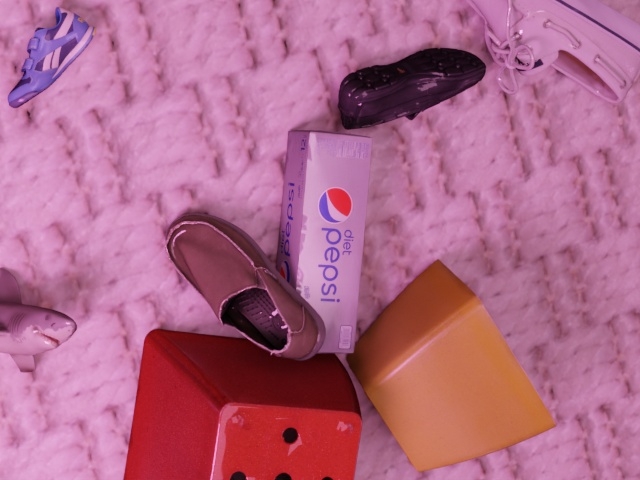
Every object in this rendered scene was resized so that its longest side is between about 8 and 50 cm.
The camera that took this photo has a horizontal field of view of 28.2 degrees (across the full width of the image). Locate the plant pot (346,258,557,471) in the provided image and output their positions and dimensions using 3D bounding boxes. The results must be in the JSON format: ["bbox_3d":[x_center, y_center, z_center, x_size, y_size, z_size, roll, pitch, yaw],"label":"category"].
[{"bbox_3d":[0.156,0.182,1.703,0.187,0.212,0.212,-33,106,0],"label":"plant pot"}]

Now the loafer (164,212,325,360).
[{"bbox_3d":[-0.102,0.055,1.595,0.251,0.087,0.094,38,104,14],"label":"loafer"}]

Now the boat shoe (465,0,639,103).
[{"bbox_3d":[0.288,-0.277,1.743,0.367,0.136,0.156,22,91,-30],"label":"boat shoe"}]

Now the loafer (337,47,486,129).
[{"bbox_3d":[0.122,-0.204,1.718,0.223,0.076,0.078,-18,137,-24],"label":"loafer"}]

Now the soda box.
[{"bbox_3d":[0.000,0.000,1.672,0.091,0.098,0.286,4,94,-19],"label":"soda box"}]

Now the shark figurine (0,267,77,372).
[{"bbox_3d":[-0.425,0.076,1.542,0.278,0.166,0.116,12,65,-4],"label":"shark figurine"}]

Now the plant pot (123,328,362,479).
[{"bbox_3d":[-0.084,0.271,1.596,0.267,0.236,0.267,8,92,-20],"label":"plant pot"}]

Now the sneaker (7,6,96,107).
[{"bbox_3d":[-0.338,-0.222,1.552,0.059,0.053,0.144,43,72,-19],"label":"sneaker"}]
